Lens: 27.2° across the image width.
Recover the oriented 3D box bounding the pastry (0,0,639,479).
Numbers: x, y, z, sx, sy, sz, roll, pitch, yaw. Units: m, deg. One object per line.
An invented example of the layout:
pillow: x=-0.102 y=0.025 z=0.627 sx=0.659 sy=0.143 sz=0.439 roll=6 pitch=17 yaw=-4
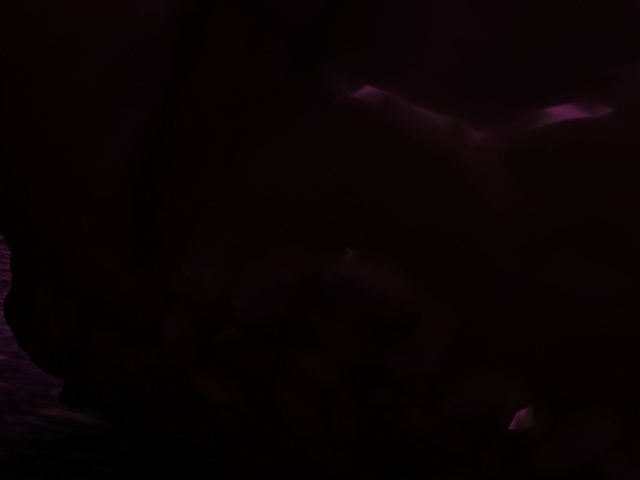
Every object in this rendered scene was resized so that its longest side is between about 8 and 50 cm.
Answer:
pastry: x=0.073 y=-0.012 z=0.484 sx=0.410 sy=0.245 sz=0.409 roll=8 pitch=3 yaw=0
